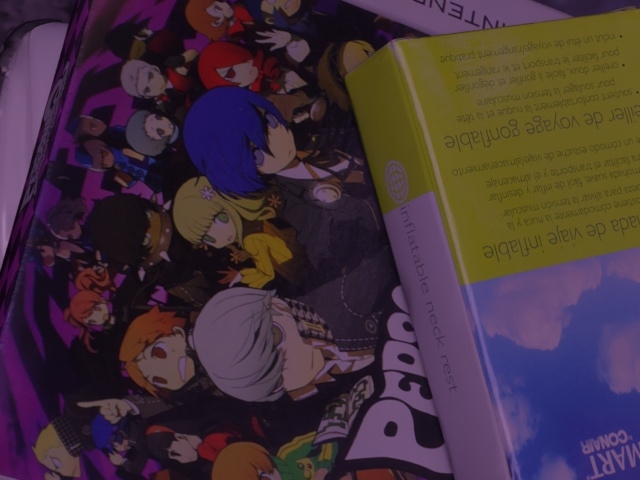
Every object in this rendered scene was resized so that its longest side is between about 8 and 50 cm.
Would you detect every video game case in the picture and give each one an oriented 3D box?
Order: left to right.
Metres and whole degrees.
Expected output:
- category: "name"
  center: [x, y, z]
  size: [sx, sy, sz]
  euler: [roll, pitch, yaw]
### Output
- category: "video game case"
  center: [0.000, 0.000, 0.583]
  size: [0.210, 0.042, 0.232]
  euler: [19, 70, -18]

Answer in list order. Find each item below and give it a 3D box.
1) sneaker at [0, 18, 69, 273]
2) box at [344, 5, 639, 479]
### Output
- category: "sneaker"
  center: [-0.067, 0.061, 0.617]
  size: [0.129, 0.111, 0.297]
  euler: [-9, 84, -15]
- category: "box"
  center: [0.084, 0.014, 0.570]
  size: [0.109, 0.042, 0.178]
  euler: [-11, 83, -27]
